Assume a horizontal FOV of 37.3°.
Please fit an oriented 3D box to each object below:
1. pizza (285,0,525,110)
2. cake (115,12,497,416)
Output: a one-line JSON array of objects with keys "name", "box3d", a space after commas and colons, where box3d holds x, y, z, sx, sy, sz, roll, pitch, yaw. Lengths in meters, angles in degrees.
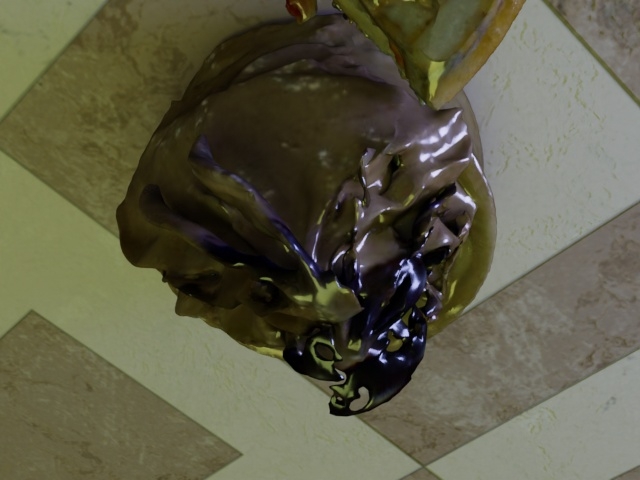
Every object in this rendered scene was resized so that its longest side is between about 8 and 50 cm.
[{"name": "pizza", "box3d": [0.031, -0.249, 0.717, 0.297, 0.071, 0.189, 44, 98, 11]}, {"name": "cake", "box3d": [-0.006, 0.005, 0.816, 0.332, 0.321, 0.333, 3, 126, 5]}]
